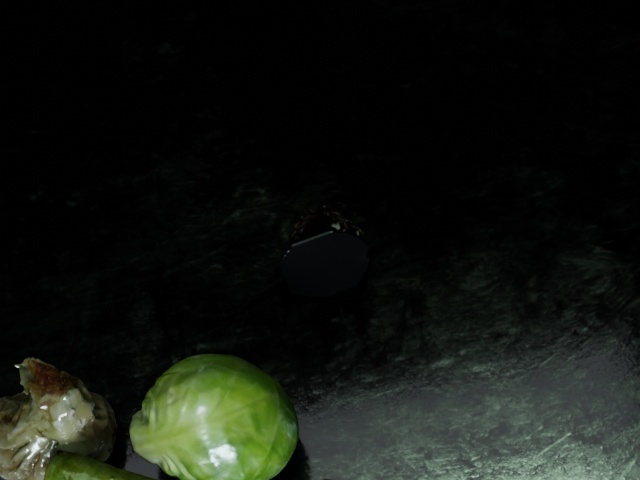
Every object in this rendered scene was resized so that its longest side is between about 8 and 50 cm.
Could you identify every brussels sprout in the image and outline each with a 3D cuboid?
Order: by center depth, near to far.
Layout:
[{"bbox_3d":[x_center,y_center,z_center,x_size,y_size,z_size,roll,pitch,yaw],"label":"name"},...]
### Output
[{"bbox_3d":[-0.154,0.272,1.814,0.244,0.244,0.244,-2,61,4],"label":"brussels sprout"}]

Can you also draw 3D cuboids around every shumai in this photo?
[{"bbox_3d":[-0.415,0.269,1.851,0.206,0.175,0.166,-9,60,-11],"label":"shumai"}]

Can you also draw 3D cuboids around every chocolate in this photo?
[{"bbox_3d":[0.000,0.000,2.009,0.156,0.156,0.133,-14,42,-2],"label":"chocolate"}]

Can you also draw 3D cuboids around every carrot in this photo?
[{"bbox_3d":[-0.230,0.378,1.775,0.359,0.074,0.074,12,63,9],"label":"carrot"}]

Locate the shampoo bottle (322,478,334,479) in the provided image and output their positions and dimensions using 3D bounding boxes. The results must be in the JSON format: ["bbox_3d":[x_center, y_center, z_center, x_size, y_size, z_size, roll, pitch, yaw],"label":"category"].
[{"bbox_3d":[-0.032,0.473,1.751,0.104,0.104,0.278,23,66,17],"label":"shampoo bottle"}]
